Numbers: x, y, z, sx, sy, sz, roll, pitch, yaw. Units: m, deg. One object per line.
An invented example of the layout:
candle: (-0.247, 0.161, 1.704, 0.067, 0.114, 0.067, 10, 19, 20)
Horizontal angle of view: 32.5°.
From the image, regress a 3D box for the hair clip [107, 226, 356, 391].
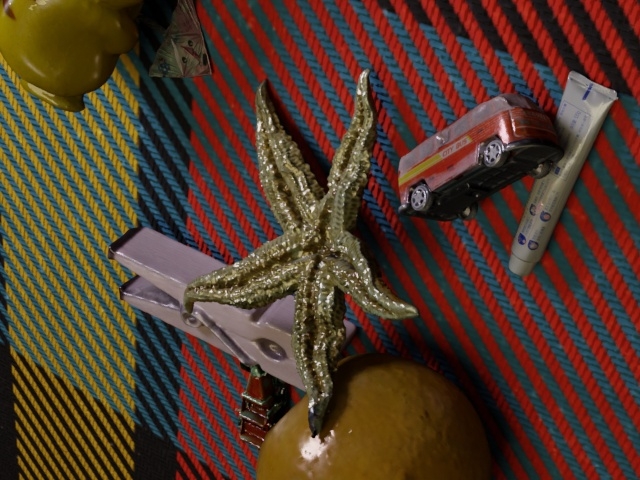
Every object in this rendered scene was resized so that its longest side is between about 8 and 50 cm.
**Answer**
hair clip: (-0.113, 0.089, 1.363, 0.331, 0.085, 0.101, 25, 130, 22)

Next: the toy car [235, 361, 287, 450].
toy car: (-0.075, 0.203, 1.422, 0.073, 0.054, 0.143, 22, 127, 25)

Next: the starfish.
starfish: (0.003, -0.001, 1.159, 0.347, 0.078, 0.358, 46, 113, 42)

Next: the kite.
kite: (-0.179, -0.243, 1.273, 0.152, 0.005, 0.137, 42, 131, 10)

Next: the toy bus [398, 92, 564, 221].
toy bus: (0.151, -0.079, 1.062, 0.174, 0.079, 0.077, -33, 57, 45)

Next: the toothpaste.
toothpaste: (0.226, -0.057, 1.057, 0.052, 0.033, 0.218, 34, 129, 27)

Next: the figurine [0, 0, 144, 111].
figurine: (-0.245, -0.307, 1.183, 0.169, 0.218, 0.327, 23, 131, -30)

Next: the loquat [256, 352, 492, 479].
loquat: (0.061, 0.272, 1.208, 0.275, 0.275, 0.275, 18, 125, 28)
